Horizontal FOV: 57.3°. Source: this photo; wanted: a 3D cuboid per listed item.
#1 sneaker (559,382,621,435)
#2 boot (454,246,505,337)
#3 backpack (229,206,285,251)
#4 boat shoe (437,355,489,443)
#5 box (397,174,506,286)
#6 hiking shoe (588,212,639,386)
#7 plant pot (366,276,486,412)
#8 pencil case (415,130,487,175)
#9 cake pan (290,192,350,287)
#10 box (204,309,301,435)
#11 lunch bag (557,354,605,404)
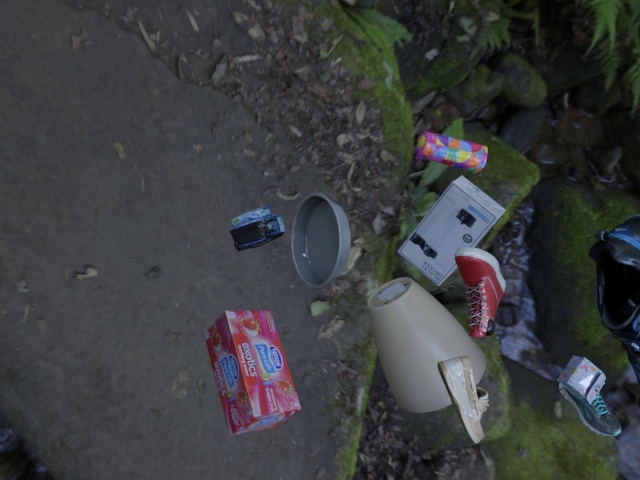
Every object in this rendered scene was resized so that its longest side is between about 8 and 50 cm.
[{"bbox_3d":[0.602,0.359,1.307,0.065,0.166,0.076,-20,133,-17],"label":"sneaker"},{"bbox_3d":[0.382,0.136,1.433,0.244,0.089,0.176,45,57,-44],"label":"boot"},{"bbox_3d":[-0.139,-0.030,1.330,0.105,0.114,0.084,-19,88,25],"label":"backpack"},{"bbox_3d":[0.245,0.259,0.954,0.059,0.063,0.170,-24,115,2],"label":"boat shoe"},{"bbox_3d":[0.379,-0.025,1.715,0.169,0.087,0.290,42,124,11],"label":"box"},{"bbox_3d":[0.441,0.119,0.814,0.132,0.113,0.303,-17,94,-25],"label":"hiking shoe"},{"bbox_3d":[0.236,0.237,1.466,0.257,0.256,0.273,-34,105,-12],"label":"plant pot"},{"bbox_3d":[0.424,-0.283,1.900,0.237,0.104,0.104,13,84,-13],"label":"pencil case"},{"bbox_3d":[0.000,0.000,1.807,0.054,0.293,0.292,0,87,-32],"label":"cake pan"},{"bbox_3d":[-0.160,0.296,1.342,0.128,0.122,0.256,4,53,-38],"label":"box"},{"bbox_3d":[0.562,0.297,1.245,0.083,0.053,0.071,42,80,-7],"label":"lunch bag"}]
